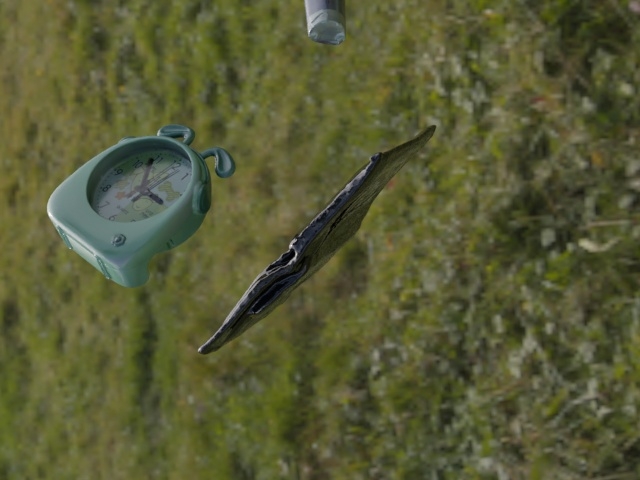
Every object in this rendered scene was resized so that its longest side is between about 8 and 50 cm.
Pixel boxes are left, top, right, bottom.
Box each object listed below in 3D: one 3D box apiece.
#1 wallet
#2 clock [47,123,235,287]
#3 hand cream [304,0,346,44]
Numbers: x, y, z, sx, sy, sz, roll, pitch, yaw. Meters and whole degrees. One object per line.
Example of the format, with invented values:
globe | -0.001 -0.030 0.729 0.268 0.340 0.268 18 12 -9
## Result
wallet | 0.000 0.000 1.475 0.041 0.247 0.323 42 112 5
clock | -0.184 -0.046 1.390 0.148 0.188 0.060 36 157 35
hand cream | 0.005 -0.375 1.848 0.048 0.079 0.255 113 161 -44
